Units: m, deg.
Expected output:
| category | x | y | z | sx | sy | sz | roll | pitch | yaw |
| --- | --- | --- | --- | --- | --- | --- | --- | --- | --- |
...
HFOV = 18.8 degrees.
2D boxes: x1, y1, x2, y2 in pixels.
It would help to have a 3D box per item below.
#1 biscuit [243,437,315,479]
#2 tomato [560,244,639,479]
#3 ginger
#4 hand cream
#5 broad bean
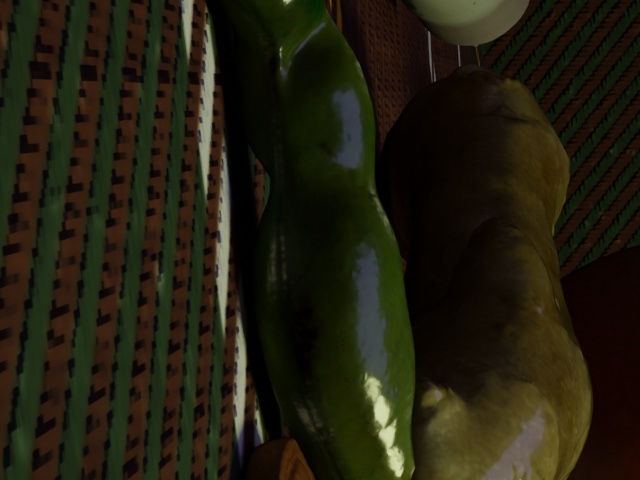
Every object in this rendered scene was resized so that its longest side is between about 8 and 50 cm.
| category | x | y | z | sx | sy | sz | roll | pitch | yaw |
| --- | --- | --- | --- | --- | --- | --- | --- | --- | --- |
| biscuit | -0.004 | 0.122 | 0.610 | 0.102 | 0.019 | 0.130 | -89 | 168 | -48 |
| tomato | 0.239 | 0.149 | 1.256 | 0.321 | 0.321 | 0.322 | -7 | 90 | -82 |
| ginger | 0.072 | 0.045 | 0.867 | 0.348 | 0.122 | 0.363 | 86 | 11 | -68 |
| hand cream | 0.060 | -0.204 | 1.168 | 0.248 | 0.083 | 0.133 | 39 | 42 | -65 |
| broad bean | 0.000 | 0.000 | 0.638 | 0.070 | 0.048 | 0.214 | -37 | 115 | -68 |
